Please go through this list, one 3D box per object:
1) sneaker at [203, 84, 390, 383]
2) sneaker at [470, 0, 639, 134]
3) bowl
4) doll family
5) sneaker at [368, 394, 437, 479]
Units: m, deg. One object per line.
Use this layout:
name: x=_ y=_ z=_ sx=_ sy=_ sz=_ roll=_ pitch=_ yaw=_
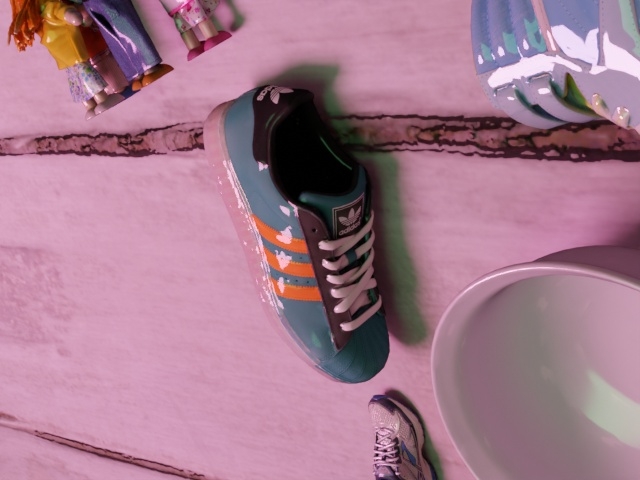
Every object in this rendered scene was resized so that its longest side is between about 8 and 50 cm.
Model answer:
sneaker: x=0.000 y=0.000 z=1.016 sx=0.121 sy=0.108 sz=0.302 roll=-11 pitch=110 yaw=50
sneaker: x=0.221 y=-0.095 z=0.727 sx=0.208 sy=0.127 sz=0.319 roll=-37 pitch=76 yaw=49
bowl: x=0.245 y=0.115 z=0.861 sx=0.297 sy=0.134 sz=0.298 roll=23 pitch=132 yaw=28
doll family: x=-0.214 y=-0.213 z=1.042 sx=0.263 sy=0.118 sz=0.163 roll=-18 pitch=106 yaw=47
sneaker: x=0.079 y=0.224 z=1.148 sx=0.052 sy=0.058 sz=0.135 roll=-7 pitch=113 yaw=44
